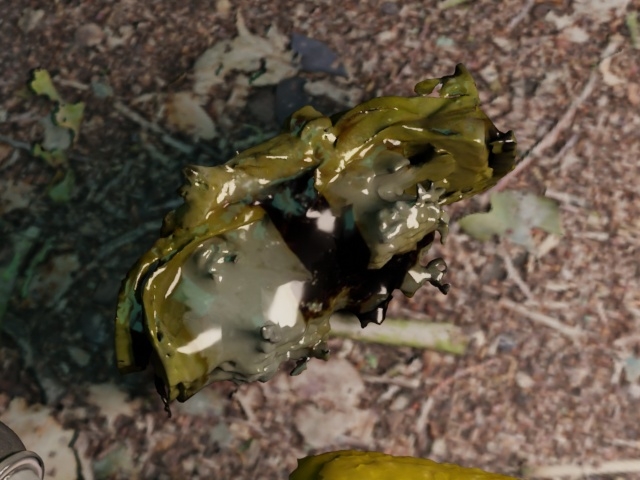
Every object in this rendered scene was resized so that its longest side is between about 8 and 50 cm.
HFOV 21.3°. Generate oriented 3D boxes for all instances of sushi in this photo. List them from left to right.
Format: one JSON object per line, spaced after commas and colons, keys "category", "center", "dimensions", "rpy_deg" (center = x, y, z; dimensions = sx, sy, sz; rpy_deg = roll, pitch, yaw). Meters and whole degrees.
{"category": "sushi", "center": [-0.004, -0.005, 1.055], "dimensions": [0.291, 0.139, 0.131], "rpy_deg": [-29, 70, -10]}

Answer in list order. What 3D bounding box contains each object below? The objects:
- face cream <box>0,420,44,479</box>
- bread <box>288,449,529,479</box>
{"category": "face cream", "center": [-0.275, 0.102, 1.063], "dimensions": [0.283, 0.073, 0.073], "rpy_deg": [33, 70, 21]}
{"category": "bread", "center": [0.110, 0.286, 0.879], "dimensions": [0.333, 0.143, 0.323], "rpy_deg": [11, 63, 13]}
